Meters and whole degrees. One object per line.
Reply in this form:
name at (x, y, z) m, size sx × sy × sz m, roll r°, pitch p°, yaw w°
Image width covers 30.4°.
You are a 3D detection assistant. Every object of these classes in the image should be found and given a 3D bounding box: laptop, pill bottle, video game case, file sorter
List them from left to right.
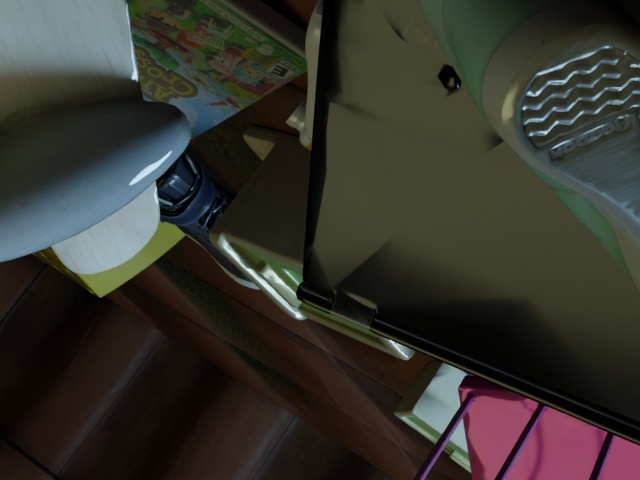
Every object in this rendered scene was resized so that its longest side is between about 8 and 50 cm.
video game case at (-0.136, -0.164, 0.915) m, size 0.212 × 0.023 × 0.193 m, roll 30°, pitch 149°, yaw -28°
pill bottle at (0.012, -0.086, 0.991) m, size 0.083 × 0.043 × 0.043 m, roll 37°, pitch 166°, yaw -7°
file sorter at (0.236, 0.260, 0.976) m, size 0.291 × 0.182 × 0.202 m, roll 3°, pitch 120°, yaw 29°
laptop at (0.205, -0.003, 0.757) m, size 0.382 × 0.236 × 0.408 m, roll 23°, pitch -169°, yaw 17°

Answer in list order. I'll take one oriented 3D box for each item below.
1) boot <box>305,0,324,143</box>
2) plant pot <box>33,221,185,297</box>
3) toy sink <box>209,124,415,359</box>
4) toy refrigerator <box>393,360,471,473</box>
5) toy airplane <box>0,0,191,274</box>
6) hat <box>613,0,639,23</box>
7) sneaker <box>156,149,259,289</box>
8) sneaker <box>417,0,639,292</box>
boot at (0.040, -0.101, 0.826) m, size 0.086 × 0.069 × 0.190 m, roll 26°, pitch 164°, yaw 13°
plant pot at (-0.313, -0.051, 1.584) m, size 0.212 × 0.187 × 0.212 m, roll 31°, pitch 166°, yaw 20°
toy sink at (0.000, 0.000, 1.124) m, size 0.234 × 0.131 × 0.153 m, roll 21°, pitch 159°, yaw 48°
toy refrigerator at (0.235, 0.276, 1.562) m, size 0.269 × 0.094 × 0.102 m, roll 36°, pitch 166°, yaw -4°
toy airplane at (-0.161, -0.149, 0.497) m, size 0.386 × 0.272 × 0.384 m, roll 30°, pitch 132°, yaw -26°
hat at (0.153, -0.125, 0.345) m, size 0.331 × 0.134 × 0.331 m, roll 34°, pitch 165°, yaw 10°
sneaker at (-0.128, -0.028, 1.432) m, size 0.226 × 0.086 × 0.163 m, roll 30°, pitch 168°, yaw 25°
sneaker at (0.140, -0.061, 0.541) m, size 0.256 × 0.094 × 0.151 m, roll 36°, pitch -158°, yaw -41°
